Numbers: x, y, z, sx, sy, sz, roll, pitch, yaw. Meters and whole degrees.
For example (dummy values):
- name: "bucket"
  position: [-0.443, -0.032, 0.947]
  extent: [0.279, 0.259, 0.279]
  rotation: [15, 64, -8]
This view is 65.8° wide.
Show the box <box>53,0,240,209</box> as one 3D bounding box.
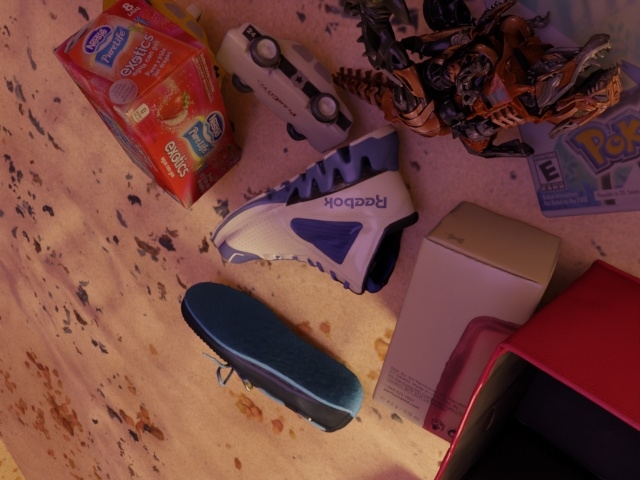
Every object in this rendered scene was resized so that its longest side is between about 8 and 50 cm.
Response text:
- name: "box"
  position: [-0.208, -0.167, 0.655]
  extent: [0.128, 0.123, 0.257]
  rotation: [39, 165, 13]

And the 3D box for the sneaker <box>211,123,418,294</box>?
- name: "sneaker"
  position: [0.001, 0.000, 0.665]
  extent: [0.315, 0.127, 0.182]
  rotation: [-26, 91, 35]

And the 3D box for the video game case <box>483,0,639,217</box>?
- name: "video game case"
  position: [0.288, -0.172, 0.388]
  extent: [0.329, 0.036, 0.300]
  rotation: [-3, 109, 61]

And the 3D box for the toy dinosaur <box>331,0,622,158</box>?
- name: "toy dinosaur"
  position: [0.115, -0.174, 0.499]
  extent: [0.321, 0.164, 0.219]
  rotation: [-3, 127, 36]

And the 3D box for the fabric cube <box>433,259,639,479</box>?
- name: "fabric cube"
  position: [0.285, 0.212, 0.462]
  extent: [0.254, 0.258, 0.259]
  rotation: [32, 123, 31]

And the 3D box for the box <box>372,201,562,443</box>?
- name: "box"
  position: [0.169, 0.095, 0.583]
  extent: [0.126, 0.148, 0.233]
  rotation: [25, 121, 22]

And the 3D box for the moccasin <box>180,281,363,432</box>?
- name: "moccasin"
  position: [-0.099, 0.202, 0.805]
  extent: [0.341, 0.137, 0.117]
  rotation: [35, 128, 17]

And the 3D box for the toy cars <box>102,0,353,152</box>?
- name: "toy cars"
  position: [-0.118, -0.246, 0.661]
  extent: [0.393, 0.087, 0.176]
  rotation: [27, 162, 21]
